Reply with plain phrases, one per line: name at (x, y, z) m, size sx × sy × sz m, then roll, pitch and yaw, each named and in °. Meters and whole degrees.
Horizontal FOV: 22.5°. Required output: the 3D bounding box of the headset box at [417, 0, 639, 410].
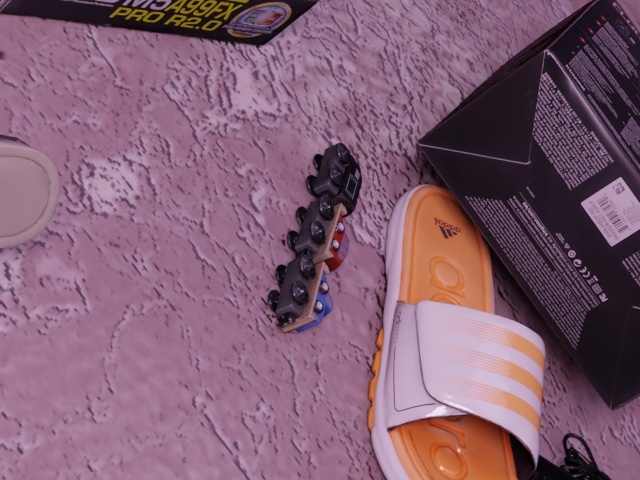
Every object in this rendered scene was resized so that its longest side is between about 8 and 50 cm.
headset box at (0.205, -0.043, 1.125) m, size 0.218 × 0.110 × 0.293 m, roll 54°, pitch 24°, yaw -4°

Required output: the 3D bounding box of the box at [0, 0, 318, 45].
box at (-0.132, -0.257, 0.993) m, size 0.216 × 0.060 × 0.270 m, roll 1°, pitch 62°, yaw -47°

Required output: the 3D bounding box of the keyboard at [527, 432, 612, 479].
keyboard at (0.179, 0.196, 1.033) m, size 0.192 × 0.038 × 0.100 m, roll 36°, pitch 65°, yaw -26°

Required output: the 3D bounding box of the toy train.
toy train at (0.000, 0.000, 0.978) m, size 0.036 × 0.027 × 0.158 m, roll 49°, pitch 36°, yaw -27°

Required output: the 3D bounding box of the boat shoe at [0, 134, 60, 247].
boat shoe at (-0.225, -0.034, 0.750) m, size 0.206 × 0.075 × 0.065 m, roll 6°, pitch 17°, yaw -39°

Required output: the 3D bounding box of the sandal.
sandal at (0.087, 0.055, 0.981) m, size 0.102 × 0.076 × 0.265 m, roll 19°, pitch 48°, yaw -25°
